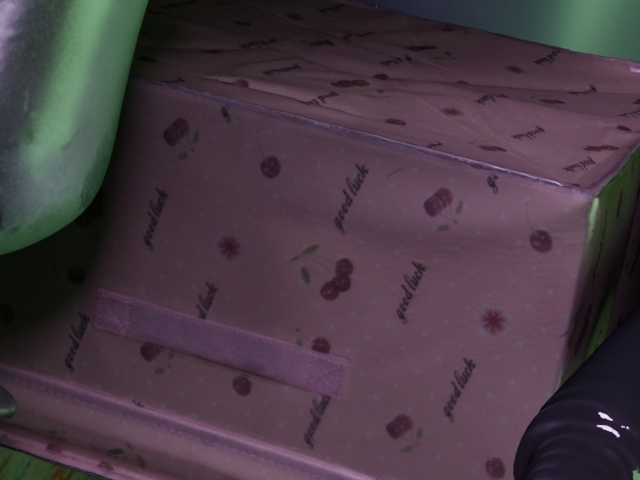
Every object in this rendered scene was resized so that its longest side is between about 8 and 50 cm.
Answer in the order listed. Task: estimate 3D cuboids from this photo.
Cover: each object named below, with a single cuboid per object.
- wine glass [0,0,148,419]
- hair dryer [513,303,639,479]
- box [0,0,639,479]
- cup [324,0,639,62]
[{"bbox_3d":[-0.124,-0.056,0.700,0.231,0.103,0.103,-70,164,4],"label":"wine glass"},{"bbox_3d":[0.146,0.024,0.693,0.352,0.107,0.189,-34,133,-58],"label":"hair dryer"},{"bbox_3d":[0.000,0.000,0.847,0.225,0.297,0.190,-38,141,-63],"label":"box"},{"bbox_3d":[0.073,-0.202,1.065,0.357,0.259,0.275,-112,-151,-64],"label":"cup"}]
